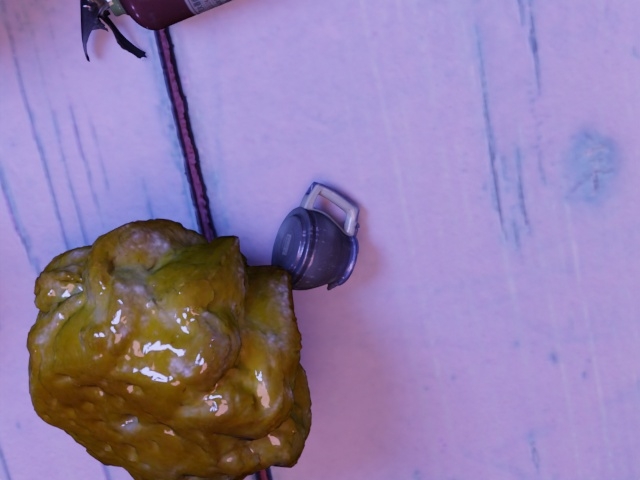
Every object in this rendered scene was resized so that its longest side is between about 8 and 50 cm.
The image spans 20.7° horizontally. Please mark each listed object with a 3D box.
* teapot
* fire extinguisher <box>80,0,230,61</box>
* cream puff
[{"bbox_3d":[0.000,0.000,1.399,0.057,0.066,0.088,16,91,-26],"label":"teapot"},{"bbox_3d":[-0.085,-0.197,1.310,0.231,0.071,0.099,-22,139,11],"label":"fire extinguisher"},{"bbox_3d":[-0.114,0.091,1.361,0.244,0.244,0.196,-2,68,-1],"label":"cream puff"}]
